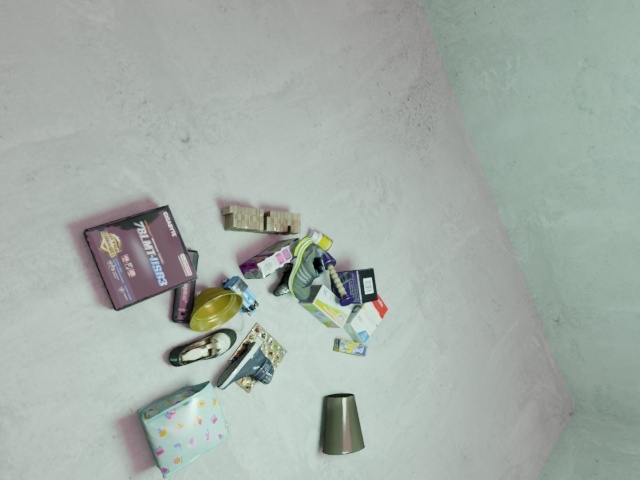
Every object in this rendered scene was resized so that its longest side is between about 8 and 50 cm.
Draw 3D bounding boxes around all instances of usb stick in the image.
[{"bbox_3d":[-0.507,0.170,1.652,0.077,0.045,0.278,11,77,-36],"label":"usb stick"}]

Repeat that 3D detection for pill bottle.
[{"bbox_3d":[0.000,0.000,2.045,0.116,0.065,0.065,31,65,-29],"label":"pill bottle"}]

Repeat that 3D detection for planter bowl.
[{"bbox_3d":[-0.408,0.241,1.659,0.217,0.217,0.090,-17,55,-37],"label":"planter bowl"}]

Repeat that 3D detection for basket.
[{"bbox_3d":[0.095,0.802,1.944,0.204,0.154,0.227,3,77,-34],"label":"basket"}]

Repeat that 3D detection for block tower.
[{"bbox_3d":[-0.246,-0.079,1.858,0.335,0.091,0.097,6,78,-35],"label":"block tower"}]

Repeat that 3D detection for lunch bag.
[{"bbox_3d":[-0.468,0.643,1.539,0.262,0.160,0.223,-21,95,-31],"label":"lunch bag"}]

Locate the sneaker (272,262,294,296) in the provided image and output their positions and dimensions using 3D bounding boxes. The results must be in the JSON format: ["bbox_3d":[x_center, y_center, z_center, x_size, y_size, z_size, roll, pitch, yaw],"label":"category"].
[{"bbox_3d":[-0.134,0.155,1.918,0.234,0.078,0.106,-35,101,-39],"label":"sneaker"}]

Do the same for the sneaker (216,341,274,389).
[{"bbox_3d":[-0.283,0.534,1.727,0.226,0.086,0.163,-44,106,-34],"label":"sneaker"}]

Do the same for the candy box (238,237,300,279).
[{"bbox_3d":[-0.200,0.075,1.826,0.233,0.159,0.071,-34,105,-35],"label":"candy box"}]

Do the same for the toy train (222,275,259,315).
[{"bbox_3d":[-0.314,0.221,1.751,0.184,0.105,0.080,52,57,-18],"label":"toy train"}]

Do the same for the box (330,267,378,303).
[{"bbox_3d":[0.152,0.213,2.037,0.108,0.207,0.153,-5,85,-37],"label":"box"}]

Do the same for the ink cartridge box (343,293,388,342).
[{"bbox_3d":[0.218,0.369,2.143,0.231,0.078,0.134,-46,111,-32],"label":"ink cartridge box"}]

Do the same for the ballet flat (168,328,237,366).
[{"bbox_3d":[-0.421,0.407,1.647,0.280,0.096,0.095,-18,93,-37],"label":"ballet flat"}]

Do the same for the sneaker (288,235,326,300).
[{"bbox_3d":[-0.051,0.135,1.809,0.111,0.121,0.300,-29,137,-42],"label":"sneaker"}]

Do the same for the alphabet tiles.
[{"bbox_3d":[-0.264,0.493,1.807,0.198,0.009,0.237,49,58,-21],"label":"alphabet tiles"}]

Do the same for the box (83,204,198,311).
[{"bbox_3d":[-0.623,0.056,1.543,0.293,0.073,0.295,-22,94,-29],"label":"box"}]

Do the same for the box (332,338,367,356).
[{"bbox_3d":[0.142,0.507,2.080,0.169,0.054,0.059,21,71,-33],"label":"box"}]

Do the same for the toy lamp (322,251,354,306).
[{"bbox_3d":[0.066,0.169,1.989,0.080,0.080,0.274,6,46,-36],"label":"toy lamp"}]

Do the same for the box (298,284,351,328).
[{"bbox_3d":[0.023,0.300,1.986,0.203,0.114,0.103,44,60,-25],"label":"box"}]
